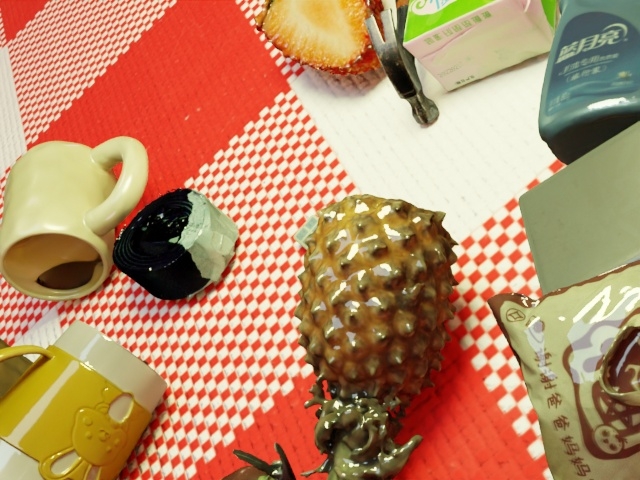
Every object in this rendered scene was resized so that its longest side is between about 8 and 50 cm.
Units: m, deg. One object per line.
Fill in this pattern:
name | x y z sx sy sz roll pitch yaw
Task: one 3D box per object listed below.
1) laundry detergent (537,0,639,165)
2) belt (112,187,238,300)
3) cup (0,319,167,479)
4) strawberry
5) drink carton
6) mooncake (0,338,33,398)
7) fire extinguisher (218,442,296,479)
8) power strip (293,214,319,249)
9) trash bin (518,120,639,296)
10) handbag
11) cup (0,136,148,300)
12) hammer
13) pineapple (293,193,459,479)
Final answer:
laundry detergent | 0.308 -0.215 1.122 0.143 0.094 0.290 -20 46 39
belt | -0.195 0.003 1.456 0.198 0.078 0.151 6 59 50
cup | -0.324 0.211 1.287 0.185 0.241 0.226 14 63 51
strawberry | 0.019 -0.314 1.499 0.188 0.106 0.286 -43 50 17
drink carton | 0.207 -0.334 1.314 0.161 0.108 0.271 -19 48 38
mooncake | -0.497 0.272 1.463 0.290 0.161 0.290 -25 44 27
fire extinguisher | -0.109 0.279 1.106 0.231 0.099 0.071 -36 28 26
power strip | 0.000 0.000 1.312 0.040 0.016 0.090 -50 37 -1
trash bin | 0.308 -0.026 0.961 0.236 0.101 0.177 -32 42 27
handbag | 0.266 0.110 0.853 0.235 0.127 0.213 -24 71 30
cup | -0.376 -0.060 1.585 0.255 0.173 0.202 -54 30 40
hammer | 0.108 -0.284 1.376 0.037 0.137 0.290 -21 36 22
pineapple | 0.042 0.137 1.057 0.175 0.175 0.361 -1 74 45
